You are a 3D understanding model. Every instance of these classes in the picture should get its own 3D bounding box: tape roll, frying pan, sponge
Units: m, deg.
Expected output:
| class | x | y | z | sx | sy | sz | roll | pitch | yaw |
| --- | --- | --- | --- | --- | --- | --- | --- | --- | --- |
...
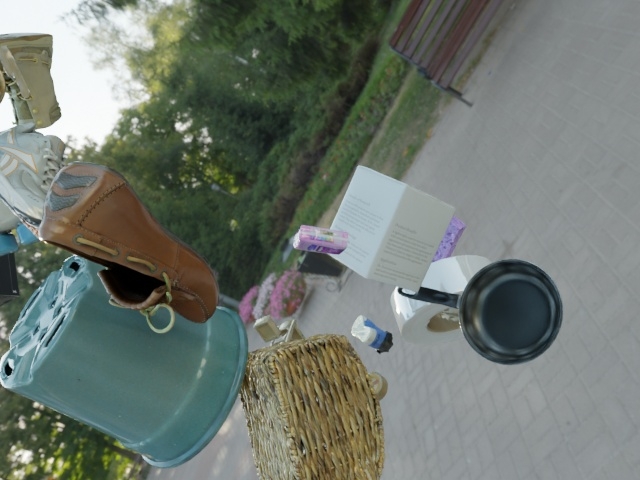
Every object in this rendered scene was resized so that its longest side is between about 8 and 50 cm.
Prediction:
| class | x | y | z | sx | sy | sz | roll | pitch | yaw |
| --- | --- | --- | --- | --- | --- | --- | --- | --- | --- |
| tape roll | 0.324 | 0.157 | 1.379 | 0.286 | 0.286 | 0.100 | -55 | 39 | 43 |
| frying pan | 0.305 | 0.151 | 1.055 | 0.326 | 0.053 | 0.197 | -20 | 63 | 37 |
| sponge | 0.281 | 0.011 | 1.389 | 0.031 | 0.117 | 0.210 | -22 | -37 | -38 |

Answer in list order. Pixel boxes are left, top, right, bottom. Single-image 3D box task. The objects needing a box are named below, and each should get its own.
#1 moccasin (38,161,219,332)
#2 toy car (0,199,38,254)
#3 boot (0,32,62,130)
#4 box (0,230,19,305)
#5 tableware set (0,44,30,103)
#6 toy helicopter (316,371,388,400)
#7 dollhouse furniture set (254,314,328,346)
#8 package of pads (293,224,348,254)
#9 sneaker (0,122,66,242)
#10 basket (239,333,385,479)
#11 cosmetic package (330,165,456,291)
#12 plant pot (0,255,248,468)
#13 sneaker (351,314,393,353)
| class | x | y | z | sx | sy | sz | roll | pitch | yaw |
| --- | --- | --- | --- | --- | --- | --- | --- | --- | --- |
| moccasin | -0.260 | 0.047 | 0.796 | 0.380 | 0.139 | 0.147 | 72 | -148 | -62 |
| toy car | -0.666 | -0.099 | 1.260 | 0.210 | 0.219 | 0.238 | -18 | 3 | 17 |
| boot | -0.652 | -0.327 | 1.156 | 0.262 | 0.095 | 0.204 | -70 | -15 | -64 |
| box | -0.943 | 0.041 | 1.477 | 0.103 | 0.184 | 0.261 | -25 | 71 | 25 |
| tableware set | -0.486 | -0.255 | 0.711 | 0.128 | 0.194 | 0.039 | -25 | -1 | -11 |
| toy helicopter | 0.048 | 0.445 | 1.639 | 0.355 | 0.140 | 0.235 | -8 | 51 | 45 |
| dollhouse furniture set | -0.042 | 0.228 | 1.375 | 0.160 | 0.182 | 0.101 | -24 | 22 | 22 |
| package of pads | 0.000 | 0.000 | 0.896 | 0.050 | 0.083 | 0.032 | 132 | 145 | -68 |
| sneaker | -0.423 | -0.103 | 0.808 | 0.121 | 0.262 | 0.099 | -39 | -32 | -19 |
| basket | -0.019 | 0.345 | 1.090 | 0.223 | 0.213 | 0.299 | -29 | 74 | 59 |
| cosmetic package | 0.130 | -0.022 | 1.052 | 0.151 | 0.151 | 0.184 | 32 | 100 | 50 |
| plant pot | -0.374 | 0.214 | 1.031 | 0.341 | 0.334 | 0.341 | -28 | 43 | 30 |
| sneaker | 0.135 | 0.240 | 1.377 | 0.058 | 0.084 | 0.152 | -59 | 13 | -1 |
